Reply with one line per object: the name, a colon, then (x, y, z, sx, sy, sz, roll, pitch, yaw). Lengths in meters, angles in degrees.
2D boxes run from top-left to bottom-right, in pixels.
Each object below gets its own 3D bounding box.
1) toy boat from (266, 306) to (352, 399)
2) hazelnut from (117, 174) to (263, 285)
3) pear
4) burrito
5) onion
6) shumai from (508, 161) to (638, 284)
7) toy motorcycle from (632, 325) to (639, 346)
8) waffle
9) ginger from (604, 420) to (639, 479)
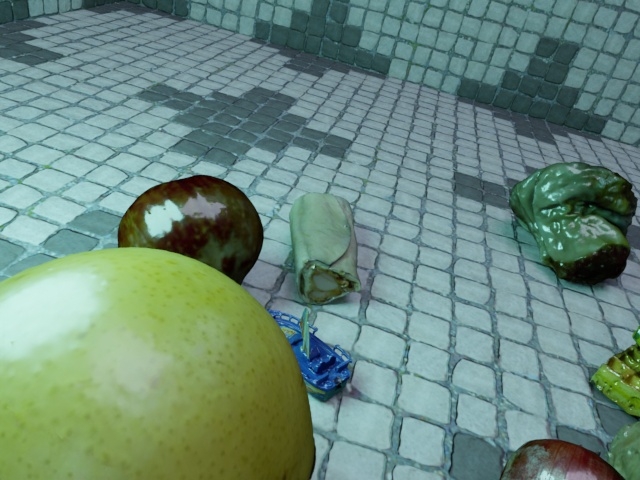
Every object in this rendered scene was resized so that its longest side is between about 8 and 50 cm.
toy boat: (-0.024, 0.146, 0.781, 0.091, 0.110, 0.175, -20, 44, -42)
hazelnut: (-0.209, 0.006, 0.812, 0.218, 0.234, 0.218, 45, 8, -8)
pear: (-0.169, 0.178, 0.463, 0.347, 0.349, 0.348, 10, 33, -7)
burrito: (0.004, 0.001, 1.021, 0.143, 0.105, 0.299, 18, 30, -13)
onion: (0.272, 0.331, 0.589, 0.159, 0.160, 0.195, 26, 53, 17)
shumai: (0.606, -0.010, 1.244, 0.308, 0.304, 0.264, 12, 67, -7)
toy motorcycle: (0.640, 0.221, 0.785, 0.142, 0.206, 0.342, -26, 42, 1)
waffle: (0.600, 0.275, 0.880, 0.160, 0.055, 0.211, -13, 41, -36)
ginger: (0.460, 0.365, 0.586, 0.256, 0.176, 0.375, 30, 37, 16)
